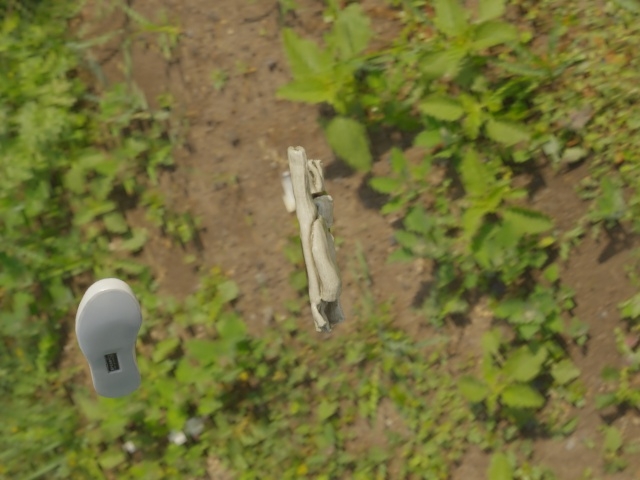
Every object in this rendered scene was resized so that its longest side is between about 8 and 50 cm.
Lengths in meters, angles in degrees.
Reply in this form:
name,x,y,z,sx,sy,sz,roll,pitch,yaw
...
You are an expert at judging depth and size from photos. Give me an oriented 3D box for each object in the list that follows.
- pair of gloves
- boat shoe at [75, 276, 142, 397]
name,x,y,z,sx,sy,sz,roll,pitch,yaw
pair of gloves,0.000,0.000,1.580,0.042,0.240,0.204,-9,87,2
boat shoe,-0.300,0.121,1.986,0.258,0.095,0.084,102,157,-50
